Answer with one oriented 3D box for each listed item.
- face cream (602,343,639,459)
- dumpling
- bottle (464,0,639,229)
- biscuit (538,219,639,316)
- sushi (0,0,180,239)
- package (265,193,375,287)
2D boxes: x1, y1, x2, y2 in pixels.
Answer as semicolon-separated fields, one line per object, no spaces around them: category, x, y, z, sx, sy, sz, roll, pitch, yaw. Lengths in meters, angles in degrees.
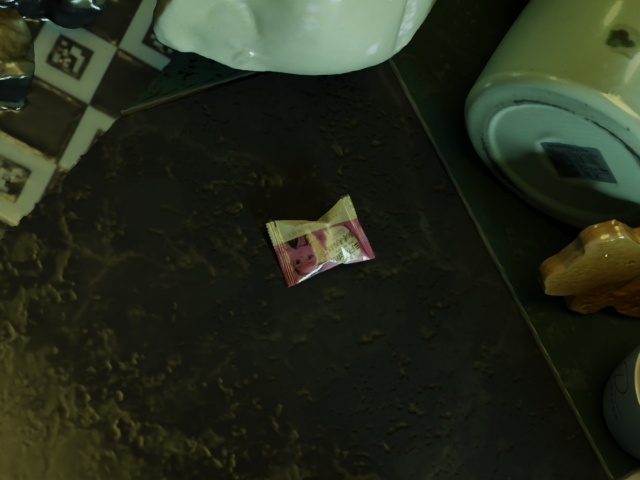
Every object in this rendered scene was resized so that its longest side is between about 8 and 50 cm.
face cream;0.309;0.136;1.262;0.117;0.104;0.117;11;64;-23
dumpling;0.048;-0.286;1.195;0.395;0.315;0.233;-36;93;-38
bottle;0.287;-0.198;1.321;0.229;0.229;0.352;35;66;-8
biscuit;0.278;0.024;1.279;0.184;0.133;0.027;5;53;-24
sushi;-0.278;-0.214;1.150;0.339;0.069;0.320;42;57;-4
package;0.000;0.000;1.217;0.083;0.029;0.059;-20;85;-21
